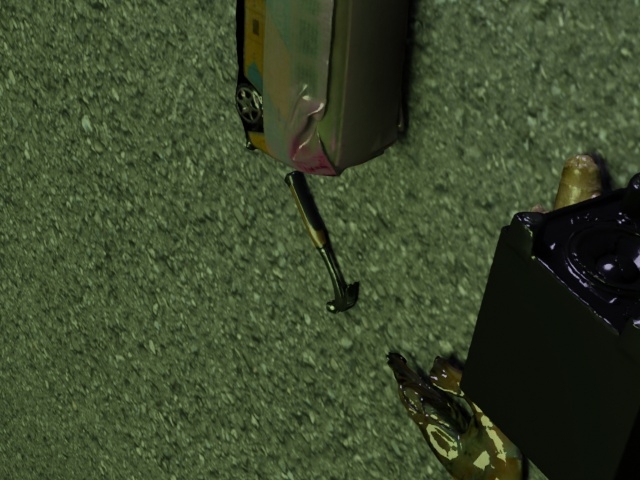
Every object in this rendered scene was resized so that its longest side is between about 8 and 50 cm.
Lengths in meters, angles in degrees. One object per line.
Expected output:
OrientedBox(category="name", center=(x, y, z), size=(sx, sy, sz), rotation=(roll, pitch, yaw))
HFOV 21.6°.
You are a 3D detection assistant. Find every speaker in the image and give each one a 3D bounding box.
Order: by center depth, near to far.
OrientedBox(category="speaker", center=(0.291, 0.100, 1.659), size=(0.232, 0.184, 0.254), rotation=(46, 140, 37))

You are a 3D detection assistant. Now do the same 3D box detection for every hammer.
OrientedBox(category="hammer", center=(0.000, 0.000, 2.253), size=(0.078, 0.021, 0.201), rotation=(-25, 86, 61))

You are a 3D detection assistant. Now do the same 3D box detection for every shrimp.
OrientedBox(category="shrimp", center=(0.162, 0.213, 2.073), size=(0.254, 0.059, 0.145), rotation=(56, 145, 23))

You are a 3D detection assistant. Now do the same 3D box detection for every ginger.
OrientedBox(category="ginger", center=(0.241, 0.023, 1.812), size=(0.089, 0.075, 0.288), rotation=(50, 142, 28))

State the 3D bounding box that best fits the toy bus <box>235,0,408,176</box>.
OrientedBox(category="toy bus", center=(0.006, -0.249, 1.944), size=(0.162, 0.171, 0.386), rotation=(37, 138, 39))
